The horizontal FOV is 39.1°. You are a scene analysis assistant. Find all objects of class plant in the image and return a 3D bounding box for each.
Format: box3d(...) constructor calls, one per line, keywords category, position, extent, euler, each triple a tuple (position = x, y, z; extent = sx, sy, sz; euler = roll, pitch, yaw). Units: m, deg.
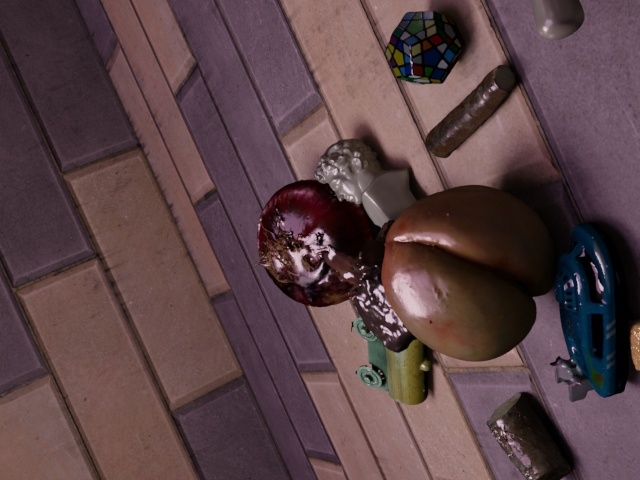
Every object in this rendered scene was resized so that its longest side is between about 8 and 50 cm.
box3d(category="plant", position=(0.137, 0.083, 1.687), extent=(0.234, 0.204, 0.178), euler=(48, 141, 15))

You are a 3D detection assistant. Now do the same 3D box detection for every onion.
box3d(category="onion", position=(0.000, 0.000, 2.109), extent=(0.314, 0.232, 0.314), euler=(17, 120, 32))

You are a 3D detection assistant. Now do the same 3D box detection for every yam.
box3d(category="yam", position=(0.252, -0.212, 1.526), extent=(0.061, 0.061, 0.274), euler=(62, 157, 8))
box3d(category="yam", position=(0.403, 0.393, 1.753), extent=(0.183, 0.107, 0.107), euler=(55, 156, 19))

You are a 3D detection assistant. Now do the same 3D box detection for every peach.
box3d(category="peach", position=(0.240, 0.048, 1.492), extent=(0.247, 0.292, 0.292), euler=(-70, -43, -87))

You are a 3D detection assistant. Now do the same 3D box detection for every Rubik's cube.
box3d(category="Rubik's cube", position=(0.175, -0.322, 1.508), extent=(0.112, 0.133, 0.133), euler=(-97, -4, -61))

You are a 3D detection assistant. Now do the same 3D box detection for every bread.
box3d(category="bread", position=(0.501, 0.160, 1.378), extent=(0.070, 0.035, 0.083), euler=(-23, 85, 68))

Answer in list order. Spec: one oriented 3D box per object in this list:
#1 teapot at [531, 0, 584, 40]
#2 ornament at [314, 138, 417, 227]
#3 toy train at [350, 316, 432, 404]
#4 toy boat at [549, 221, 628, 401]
box3d(category="teapot", position=(0.262, -0.432, 1.151), extent=(0.318, 0.149, 0.220), euler=(51, 155, 33))
box3d(category="ornament", position=(0.111, -0.116, 1.862), extent=(0.285, 0.130, 0.120), euler=(38, 154, 35))
box3d(category="toy train", position=(0.181, 0.245, 2.107), extent=(0.189, 0.126, 0.307), euler=(13, 131, 23))
box3d(category="toy boat", position=(0.412, 0.117, 1.429), extent=(0.134, 0.092, 0.299), euler=(-120, 15, -61))
